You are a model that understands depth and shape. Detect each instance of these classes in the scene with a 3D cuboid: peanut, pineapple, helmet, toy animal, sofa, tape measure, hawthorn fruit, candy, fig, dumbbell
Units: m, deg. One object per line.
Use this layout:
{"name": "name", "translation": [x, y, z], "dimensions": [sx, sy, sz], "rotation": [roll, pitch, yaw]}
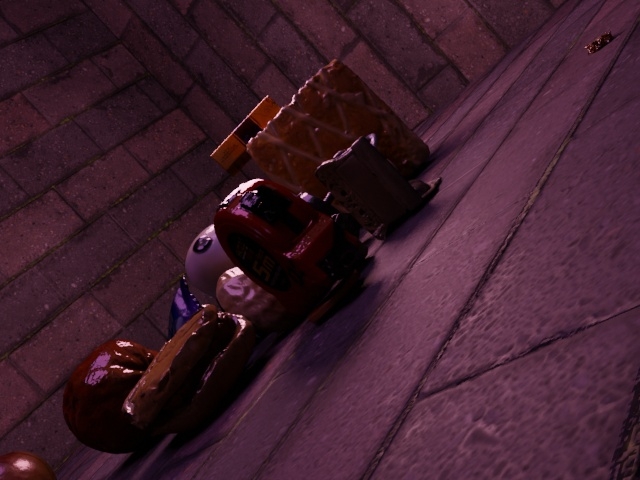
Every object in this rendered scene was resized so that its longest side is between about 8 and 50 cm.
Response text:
{"name": "peanut", "translation": [-0.089, 0.089, 1.483], "dimensions": [0.233, 0.197, 0.110], "rotation": [-43, -37, -32]}
{"name": "pineapple", "translation": [0.523, -0.372, 1.391], "dimensions": [0.045, 0.019, 0.083], "rotation": [-36, 4, 6]}
{"name": "helmet", "translation": [0.019, 0.011, 1.634], "dimensions": [0.177, 0.107, 0.153], "rotation": [-24, -8, -28]}
{"name": "toy animal", "translation": [-0.168, 0.073, 1.663], "dimensions": [0.212, 0.266, 0.212], "rotation": [-41, -2, -2]}
{"name": "sofa", "translation": [0.119, -0.137, 1.538], "dimensions": [0.182, 0.200, 0.258], "rotation": [-44, 3, 8]}
{"name": "tape measure", "translation": [-0.066, 0.005, 1.294], "dimensions": [0.114, 0.260, 0.253], "rotation": [-47, -5, -25]}
{"name": "hawthorn fruit", "translation": [-0.439, 0.344, 1.621], "dimensions": [0.262, 0.258, 0.258], "rotation": [-12, 15, 17]}
{"name": "candy", "translation": [-0.291, 0.220, 1.599], "dimensions": [0.070, 0.145, 0.275], "rotation": [-4, -47, -22]}
{"name": "fig", "translation": [-0.726, 0.626, 1.763], "dimensions": [0.235, 0.215, 0.235], "rotation": [-52, 23, 34]}
{"name": "dumbbell", "translation": [-0.037, -0.012, 1.825], "dimensions": [0.325, 0.143, 0.143], "rotation": [-57, 7, -10]}

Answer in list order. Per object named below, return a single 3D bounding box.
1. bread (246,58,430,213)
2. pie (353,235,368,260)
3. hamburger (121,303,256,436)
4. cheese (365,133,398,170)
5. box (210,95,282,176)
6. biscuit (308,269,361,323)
{"name": "bread", "translation": [0.044, -0.236, 2.034], "dimensions": [0.371, 0.390, 0.279], "rotation": [-46, -5, 4]}
{"name": "pie", "translation": [0.000, 0.000, 1.432], "dimensions": [0.046, 0.195, 0.195], "rotation": [-65, 10, -12]}
{"name": "hamburger", "translation": [-0.239, 0.248, 1.365], "dimensions": [0.283, 0.145, 0.259], "rotation": [-27, 28, 58]}
{"name": "cheese", "translation": [0.136, -0.168, 1.792], "dimensions": [0.163, 0.071, 0.248], "rotation": [-6, 55, 42]}
{"name": "box", "translation": [-0.202, -0.296, 2.122], "dimensions": [0.237, 0.070, 0.152], "rotation": [-48, -4, 0]}
{"name": "biscuit", "translation": [0.025, 0.098, 1.262], "dimensions": [0.130, 0.019, 0.102], "rotation": [-44, 0, -45]}
